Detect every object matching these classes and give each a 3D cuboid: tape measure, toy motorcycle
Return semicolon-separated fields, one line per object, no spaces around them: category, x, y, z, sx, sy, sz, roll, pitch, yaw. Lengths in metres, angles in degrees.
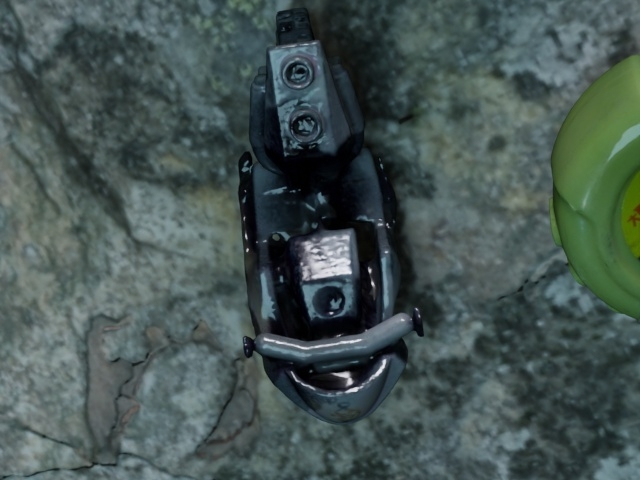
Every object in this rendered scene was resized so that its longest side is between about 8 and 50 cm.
tape measure;0.219;-0.031;0.811;0.175;0.106;0.200;31;122;-10
toy motorcycle;0.000;0.000;0.876;0.106;0.159;0.270;-8;112;0
